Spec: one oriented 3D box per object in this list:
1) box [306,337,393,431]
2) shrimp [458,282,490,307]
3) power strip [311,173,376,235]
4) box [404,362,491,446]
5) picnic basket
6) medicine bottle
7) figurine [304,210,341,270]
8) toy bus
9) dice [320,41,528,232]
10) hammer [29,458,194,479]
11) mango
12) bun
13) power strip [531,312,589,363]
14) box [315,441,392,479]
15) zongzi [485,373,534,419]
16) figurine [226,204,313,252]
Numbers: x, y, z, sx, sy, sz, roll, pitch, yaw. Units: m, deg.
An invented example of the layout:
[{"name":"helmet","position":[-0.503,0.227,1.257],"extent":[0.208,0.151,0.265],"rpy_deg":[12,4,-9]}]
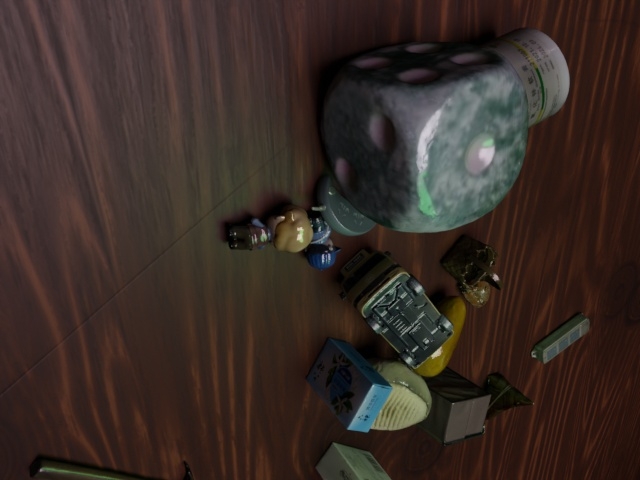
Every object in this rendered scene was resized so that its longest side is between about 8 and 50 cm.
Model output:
[{"name":"box","position":[0.073,0.385,1.680],"extent":[0.083,0.232,0.142],"rpy_deg":[20,102,-39]},{"name":"shrimp","position":[0.483,0.158,1.966],"extent":[0.184,0.043,0.091],"rpy_deg":[23,93,-46]},{"name":"power strip","position":[0.062,-0.081,1.510],"extent":[0.216,0.044,0.137],"rpy_deg":[9,77,-39]},{"name":"box","position":[0.365,0.490,1.929],"extent":[0.188,0.252,0.153],"rpy_deg":[-2,110,-35]},{"name":"picnic basket","position":[0.462,0.079,1.812],"extent":[0.138,0.178,0.128],"rpy_deg":[-50,131,-1]},{"name":"medicine bottle","position":[0.435,-0.366,1.512],"extent":[0.232,0.238,0.238],"rpy_deg":[-28,127,-19]},{"name":"figurine","position":[0.000,0.000,1.529],"extent":[0.086,0.087,0.149],"rpy_deg":[-6,125,12]},{"name":"toy bus","position":[0.202,0.185,1.684],"extent":[0.177,0.202,0.365],"rpy_deg":[-42,133,-1]},{"name":"dice","position":[0.218,-0.235,1.364],"extent":[0.328,0.348,0.330],"rpy_deg":[-23,126,-26]},{"name":"hammer","position":[-0.498,0.597,1.536],"extent":[0.440,0.044,0.168],"rpy_deg":[31,96,-41]},{"name":"mango","position":[0.350,0.284,1.871],"extent":[0.262,0.130,0.167],"rpy_deg":[-60,161,-7]},{"name":"bun","position":[0.187,0.436,1.822],"extent":[0.287,0.146,0.287],"rpy_deg":[4,132,5]},{"name":"power strip","position":[0.910,0.370,2.358],"extent":[0.272,0.052,0.078],"rpy_deg":[-31,129,-17]},{"name":"box","position":[0.133,0.754,1.907],"extent":[0.194,0.260,0.111],"rpy_deg":[30,100,-39]},{"name":"zongzi","position":[0.655,0.598,2.223],"extent":[0.084,0.184,0.187],"rpy_deg":[-4,117,-37]},{"name":"figurine","position":[-0.116,-0.018,1.437],"extent":[0.196,0.108,0.114],"rpy_deg":[-8,110,-11]}]
